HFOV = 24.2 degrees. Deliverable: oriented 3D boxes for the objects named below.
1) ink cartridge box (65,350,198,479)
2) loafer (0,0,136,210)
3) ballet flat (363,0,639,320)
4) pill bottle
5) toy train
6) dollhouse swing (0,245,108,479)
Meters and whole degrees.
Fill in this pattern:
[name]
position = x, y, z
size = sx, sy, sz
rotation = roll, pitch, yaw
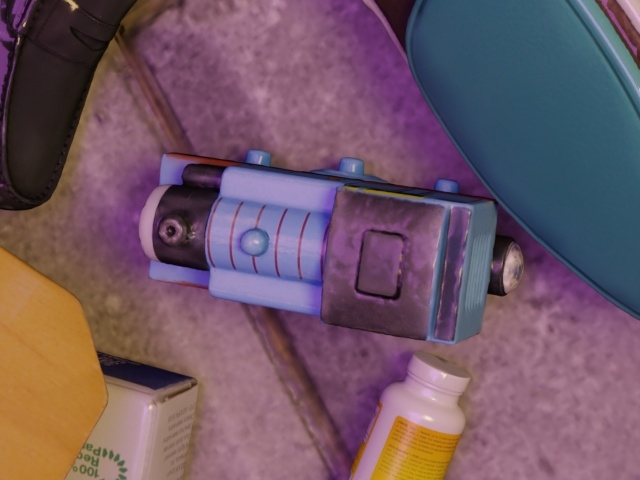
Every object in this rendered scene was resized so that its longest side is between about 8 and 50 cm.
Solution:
[ink cartridge box]
position = -0.246, 0.195, 0.807
size = 0.324, 0.071, 0.330
rotation = 14, 99, 18
[loafer]
position = -0.132, -0.123, 0.752
size = 0.078, 0.076, 0.223
rotation = 11, 91, 26
[ballet flat]
position = 0.072, -0.140, 0.658
size = 0.400, 0.139, 0.139
rotation = 47, 105, 11
[pill bottle]
position = 0.043, 0.097, 0.717
size = 0.043, 0.043, 0.083
rotation = 24, 100, 17
[toy train]
position = 0.000, 0.000, 0.696
size = 0.184, 0.105, 0.080
rotation = 10, 95, 18
[dollhouse swing]
position = -0.332, 0.099, 0.664
size = 0.305, 0.346, 0.315
rotation = 45, 135, -20
